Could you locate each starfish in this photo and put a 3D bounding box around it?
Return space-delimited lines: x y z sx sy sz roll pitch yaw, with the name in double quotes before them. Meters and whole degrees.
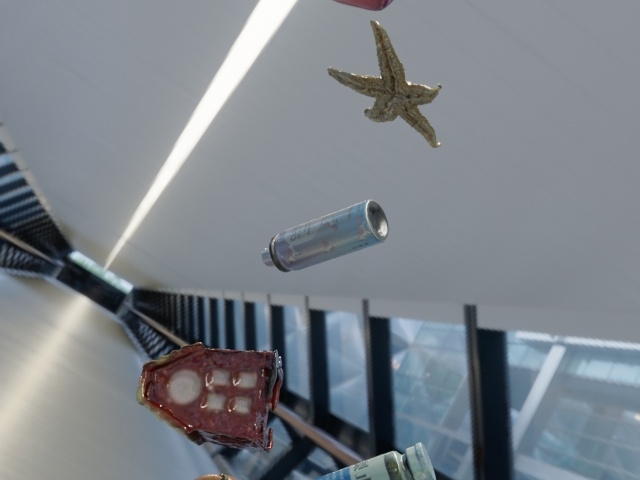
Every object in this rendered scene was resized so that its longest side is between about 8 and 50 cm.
"starfish" 0.118 -0.289 1.420 0.231 0.048 0.295 9 -32 41

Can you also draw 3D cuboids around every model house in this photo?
"model house" -0.200 0.273 1.295 0.254 0.160 0.196 3 -21 1

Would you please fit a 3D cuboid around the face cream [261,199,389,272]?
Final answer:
"face cream" 0.000 0.000 1.256 0.229 0.075 0.075 -20 -43 30

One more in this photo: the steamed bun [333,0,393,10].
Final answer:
"steamed bun" 0.094 -0.658 1.713 0.309 0.309 0.309 29 -13 7

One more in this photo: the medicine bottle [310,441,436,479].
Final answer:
"medicine bottle" 0.036 0.287 0.862 0.051 0.191 0.051 -23 90 -82

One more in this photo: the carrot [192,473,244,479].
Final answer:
"carrot" -0.220 0.590 1.531 0.214 0.193 0.331 65 -26 26
